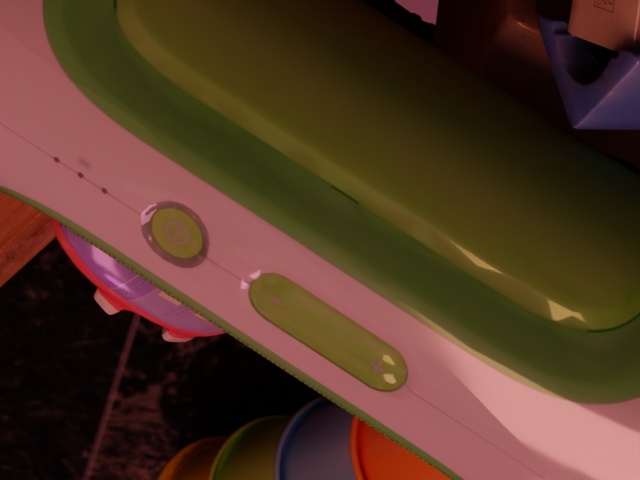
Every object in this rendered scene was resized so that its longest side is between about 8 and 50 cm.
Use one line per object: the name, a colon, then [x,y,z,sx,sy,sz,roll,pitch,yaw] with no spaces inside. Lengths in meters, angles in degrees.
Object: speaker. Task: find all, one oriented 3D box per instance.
speaker: [0.011,-0.012,0.549,0.297,0.131,0.131,33,131,5]

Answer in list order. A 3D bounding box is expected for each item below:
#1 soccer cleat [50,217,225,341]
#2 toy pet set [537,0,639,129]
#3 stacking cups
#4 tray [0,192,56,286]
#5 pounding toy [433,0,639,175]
soccer cleat: [0.000,0.000,0.693,0.248,0.083,0.095,18,134,-43]
toy pet set: [0.138,-0.065,0.521,0.114,0.122,0.065,-2,108,-23]
stacking cups: [0.036,0.107,0.748,0.096,0.096,0.316,35,147,-20]
tray: [-0.087,-0.154,0.619,0.203,0.076,0.411,37,127,-21]
pounding toy: [0.114,-0.048,0.641,0.141,0.130,0.100,23,131,-11]
